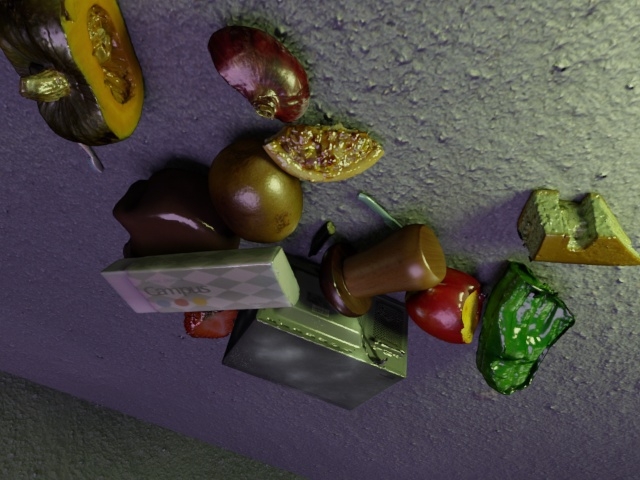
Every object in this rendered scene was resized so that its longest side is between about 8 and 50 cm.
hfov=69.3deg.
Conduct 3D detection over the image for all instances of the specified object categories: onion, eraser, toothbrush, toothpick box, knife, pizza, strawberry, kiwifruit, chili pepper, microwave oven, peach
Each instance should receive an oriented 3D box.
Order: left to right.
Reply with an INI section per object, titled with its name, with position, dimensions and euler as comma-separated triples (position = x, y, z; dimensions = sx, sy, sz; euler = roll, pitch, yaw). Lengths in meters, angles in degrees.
[toothbrush]
position = -0.570, -0.258, 1.039
dimensions = 0.027, 0.021, 0.269
euler = -7, 135, 13
[eraser]
position = -0.265, 0.096, 1.063
dimensions = 0.397, 0.082, 0.213
euler = -5, 139, 11
[strawberry]
position = -0.362, 0.237, 1.494
dimensions = 0.175, 0.106, 0.236
euler = -12, 150, -30
[kiwifruit]
position = -0.132, -0.097, 0.986
dimensions = 0.196, 0.196, 0.234
euler = -3, 134, 16
[onion]
position = -0.088, -0.290, 0.802
dimensions = 0.098, 0.151, 0.206
euler = -36, 138, 24
[microwave oven]
position = -0.009, 0.267, 1.328
dimensions = 0.432, 0.236, 0.374
euler = 24, 138, -14
[pizza]
position = 0.011, -0.172, 0.899
dimensions = 0.246, 0.058, 0.127
euler = 10, 100, -24
[toothpick box]
position = 0.135, 0.071, 1.106
dimensions = 0.294, 0.192, 0.192
euler = -22, 129, 33
[knife]
position = 0.160, -0.050, 1.099
dimensions = 0.210, 0.015, 0.028
euler = 37, 128, -28
[peach]
position = 0.333, 0.168, 1.172
dimensions = 0.226, 0.190, 0.196
euler = 31, 121, -12
[chili pepper]
position = 0.512, 0.222, 1.212
dimensions = 0.213, 0.167, 0.384
euler = -9, 125, -15

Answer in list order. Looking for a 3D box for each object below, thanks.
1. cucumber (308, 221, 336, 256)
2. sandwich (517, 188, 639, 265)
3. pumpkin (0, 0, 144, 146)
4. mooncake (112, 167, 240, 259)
[cucumber]
position = -0.001, -0.002, 1.180
dimensions = 0.034, 0.033, 0.135
euler = 53, 136, 11
[sandwich]
position = 0.552, -0.018, 0.964
dimensions = 0.236, 0.122, 0.128
euler = 4, 142, 6
[pumpkin]
position = -0.429, -0.299, 0.806
dimensions = 0.139, 0.221, 0.317
euler = 7, 140, 4
[mooncake]
position = -0.349, -0.018, 1.133
dimensions = 0.334, 0.174, 0.326
euler = -7, 141, 18
